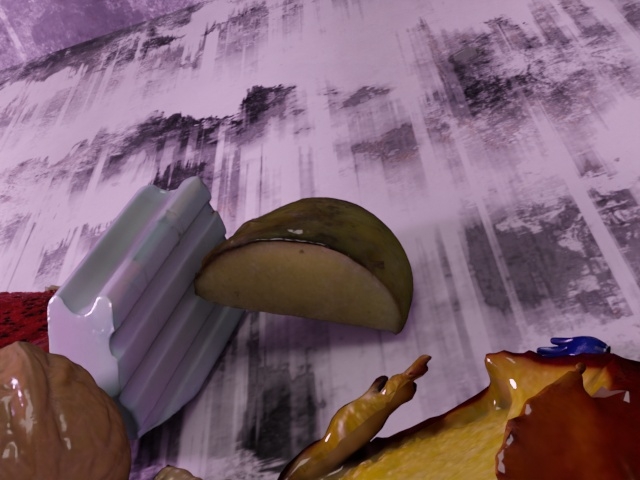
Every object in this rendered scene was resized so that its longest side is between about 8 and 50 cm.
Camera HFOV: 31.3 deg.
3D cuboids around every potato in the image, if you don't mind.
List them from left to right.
[{"bbox_3d":[0.000,0.000,1.495,0.269,0.112,0.255,11,25,8],"label":"potato"}]

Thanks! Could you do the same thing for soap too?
[{"bbox_3d":[-0.217,0.096,1.436,0.115,0.208,0.347,-9,30,25],"label":"soap"}]

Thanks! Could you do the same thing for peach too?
[{"bbox_3d":[0.092,0.254,0.774,0.416,0.353,0.339,-1,-5,-7],"label":"peach"}]

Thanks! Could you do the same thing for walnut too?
[{"bbox_3d":[-0.310,0.223,1.189,0.225,0.225,0.261,-27,26,-11],"label":"walnut"}]

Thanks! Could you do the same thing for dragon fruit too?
[{"bbox_3d":[-0.387,0.163,1.524,0.205,0.152,0.317,-18,18,-23],"label":"dragon fruit"}]

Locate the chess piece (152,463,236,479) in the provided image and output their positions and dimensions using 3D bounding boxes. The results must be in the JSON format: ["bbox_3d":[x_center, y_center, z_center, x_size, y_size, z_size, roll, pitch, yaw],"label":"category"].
[{"bbox_3d":[-0.099,0.275,1.198,0.172,0.060,0.060,2,35,33],"label":"chess piece"}]

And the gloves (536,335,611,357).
[{"bbox_3d":[0.269,0.128,1.238,0.086,0.026,0.064,2,37,36],"label":"gloves"}]
